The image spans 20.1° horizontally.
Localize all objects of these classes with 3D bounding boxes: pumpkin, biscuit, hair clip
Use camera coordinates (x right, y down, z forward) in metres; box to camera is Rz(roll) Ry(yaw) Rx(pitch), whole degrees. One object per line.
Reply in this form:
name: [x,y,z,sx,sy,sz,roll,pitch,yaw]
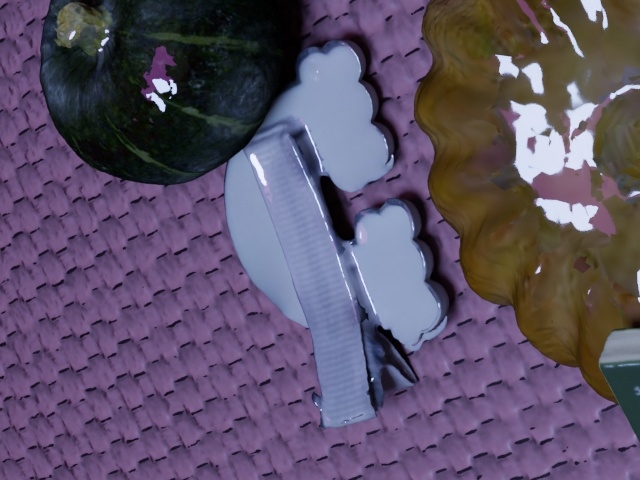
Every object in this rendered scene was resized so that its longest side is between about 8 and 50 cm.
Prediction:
pumpkin: [-0.097,-0.113,1.072,0.167,0.125,0.167,11,108,34]
biscuit: [0.180,-0.056,0.917,0.326,0.107,0.325,14,115,32]
hair clip: [0.000,0.000,1.089,0.140,0.054,0.220,-19,90,42]

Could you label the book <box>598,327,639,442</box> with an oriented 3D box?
book: [0.291,0.109,0.866,0.264,0.027,0.202,-7,131,33]
